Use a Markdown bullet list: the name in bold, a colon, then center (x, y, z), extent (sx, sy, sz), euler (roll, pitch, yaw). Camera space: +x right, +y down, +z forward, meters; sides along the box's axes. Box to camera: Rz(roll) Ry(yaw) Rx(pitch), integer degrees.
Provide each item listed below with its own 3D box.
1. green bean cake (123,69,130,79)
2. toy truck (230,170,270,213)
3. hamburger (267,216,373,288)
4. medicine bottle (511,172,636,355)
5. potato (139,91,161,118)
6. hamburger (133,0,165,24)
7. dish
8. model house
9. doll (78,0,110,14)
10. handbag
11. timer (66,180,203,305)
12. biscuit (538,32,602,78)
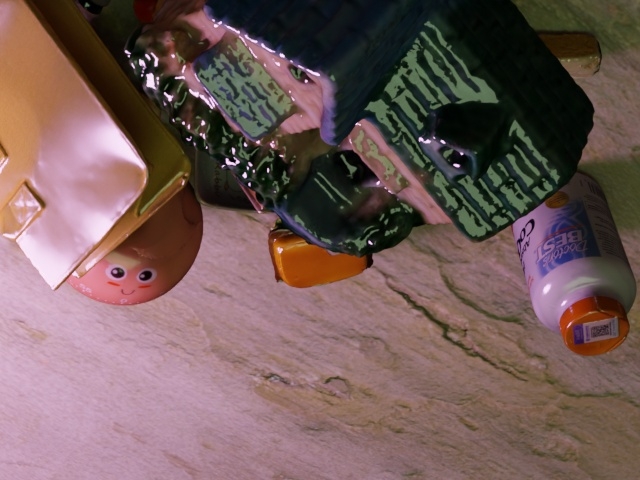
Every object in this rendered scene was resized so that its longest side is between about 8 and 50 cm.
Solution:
- **green bean cake**: center (-0.361, -0.188, 1.877), extent (0.109, 0.085, 0.179), euler (32, 123, -31)
- **toy truck**: center (0.041, -0.175, 1.843), extent (0.338, 0.133, 0.184), euler (-20, 141, -19)
- **hamburger**: center (0.000, 0.000, 2.083), extent (0.166, 0.087, 0.137), euler (-8, 132, 0)
- **medicine bottle**: center (0.387, 0.039, 2.020), extent (0.157, 0.289, 0.157), euler (-3, 132, -3)
- **potato**: center (-0.262, -0.176, 1.914), extent (0.068, 0.062, 0.083), euler (10, 112, 23)
- **hamburger**: center (-0.141, -0.274, 1.779), extent (0.237, 0.149, 0.237), euler (-3, 134, -3)
- **dish**: center (-0.085, -0.109, 1.953), extent (0.212, 0.151, 0.077), euler (5, 169, -16)
- **model house**: center (0.080, -0.205, 1.559), extent (0.395, 0.400, 0.445), euler (-48, 113, -19)
- **doll**: center (-0.238, -0.406, 1.668), extent (0.182, 0.117, 0.257), euler (44, 121, -14)
- **handbag**: center (-0.377, -0.164, 1.750), extent (0.283, 0.133, 0.401), euler (-41, 83, 29)
- **timer**: center (-0.286, -0.020, 1.933), extent (0.229, 0.230, 0.215), euler (8, 161, -13)
- **biscuit**: center (0.306, -0.261, 1.902), extent (0.188, 0.052, 0.056), euler (1, 148, -6)
